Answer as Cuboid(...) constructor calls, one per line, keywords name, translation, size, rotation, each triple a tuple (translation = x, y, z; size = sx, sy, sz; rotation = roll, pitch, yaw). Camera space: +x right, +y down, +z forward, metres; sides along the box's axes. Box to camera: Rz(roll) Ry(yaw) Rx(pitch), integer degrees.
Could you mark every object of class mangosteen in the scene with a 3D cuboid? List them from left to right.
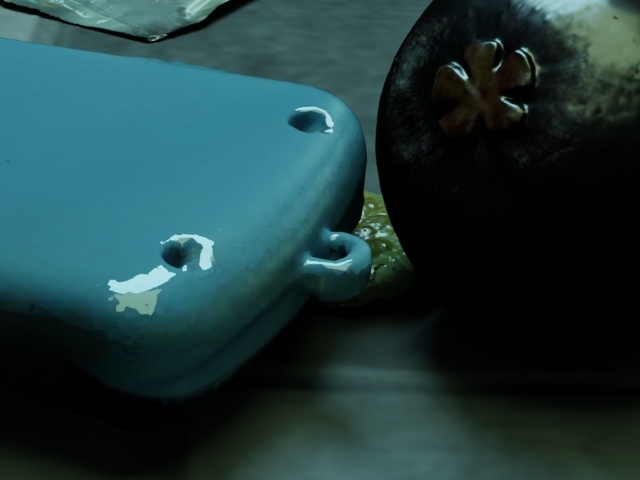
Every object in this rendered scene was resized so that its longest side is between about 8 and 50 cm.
Cuboid(name="mangosteen", translation=(0.091, -0.025, 0.584), size=(0.137, 0.137, 0.151), rotation=(24, -2, 36))

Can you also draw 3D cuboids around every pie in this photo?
Cuboid(name="pie", translation=(0.000, 0.000, 0.623), size=(0.084, 0.020, 0.084), rotation=(2, 27, -1))

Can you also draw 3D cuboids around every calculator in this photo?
Cuboid(name="calculator", translation=(-0.119, -0.016, 0.589), size=(0.293, 0.051, 0.173), rotation=(10, 32, 21))

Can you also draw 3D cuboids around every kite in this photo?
Cuboid(name="kite", translation=(-0.039, -0.160, 0.946), size=(0.310, 0.015, 0.169), rotation=(-23, 36, -37))
